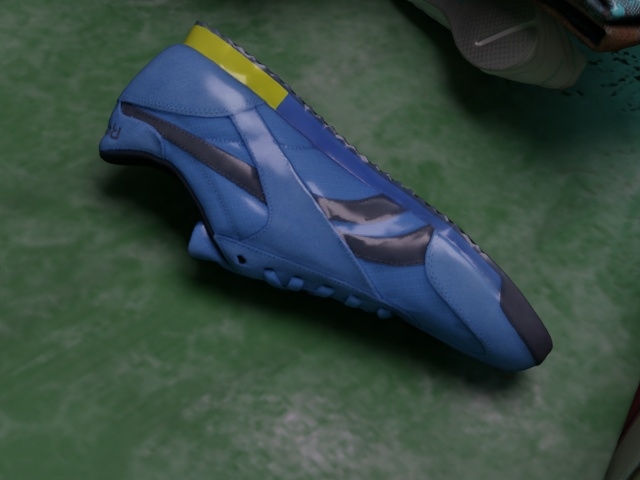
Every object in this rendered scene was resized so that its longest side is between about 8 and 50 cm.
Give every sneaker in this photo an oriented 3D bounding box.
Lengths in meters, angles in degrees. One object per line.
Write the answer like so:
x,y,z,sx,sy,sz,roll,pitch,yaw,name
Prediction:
0.080,-0.123,0.835,0.061,0.054,0.152,24,27,-42,sneaker
0.000,0.000,0.701,0.209,0.069,0.082,39,83,4,sneaker

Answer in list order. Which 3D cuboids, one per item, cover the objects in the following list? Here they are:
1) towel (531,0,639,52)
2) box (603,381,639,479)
0.138,-0.225,0.886,0.271,0.040,0.370,-15,44,-29,towel
0.226,0.042,0.688,0.148,0.127,0.232,26,48,4,box
